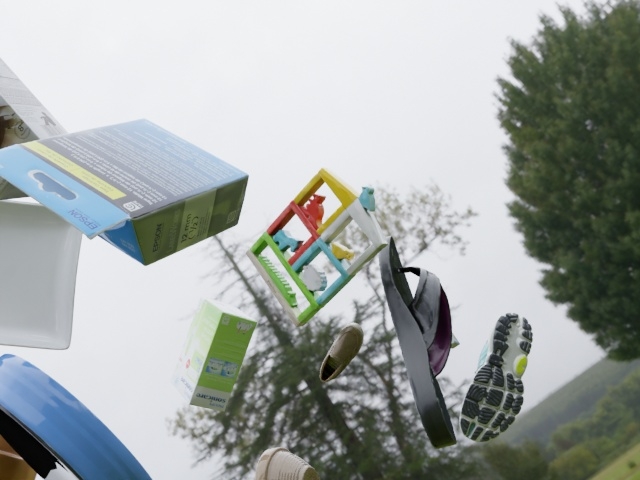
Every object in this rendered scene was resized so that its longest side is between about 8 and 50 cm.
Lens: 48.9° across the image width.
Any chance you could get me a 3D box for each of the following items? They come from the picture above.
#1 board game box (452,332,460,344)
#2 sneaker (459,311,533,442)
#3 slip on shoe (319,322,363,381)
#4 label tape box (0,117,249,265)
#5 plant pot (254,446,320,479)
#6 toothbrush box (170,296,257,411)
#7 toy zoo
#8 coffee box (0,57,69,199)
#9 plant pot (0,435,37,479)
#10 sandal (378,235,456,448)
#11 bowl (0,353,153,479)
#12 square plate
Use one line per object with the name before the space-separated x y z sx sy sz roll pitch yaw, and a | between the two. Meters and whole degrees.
board game box | 0.338 0.247 1.939 0.026 0.103 0.154 -35 -18 8
sneaker | 0.349 0.277 1.396 0.275 0.107 0.110 -60 -7 -26
slip on shoe | 0.038 0.218 1.350 0.135 0.051 0.041 -56 -10 26
label tape box | -0.319 -0.075 1.118 0.348 0.249 0.115 -31 -35 -52
plant pot | -0.069 0.653 1.826 0.110 0.237 0.237 -16 -15 21
toothbrush box | -0.321 0.333 2.098 0.122 0.206 0.283 19 -89 -28
toy zoo | 0.000 0.000 1.325 0.293 0.192 0.030 -47 -23 25
coffee box | -0.658 -0.244 1.393 0.168 0.297 0.119 -45 -6 16
plant pot | -0.675 0.360 1.390 0.291 0.291 0.203 83 -158 -66
sandal | 0.202 0.171 1.318 0.107 0.445 0.167 -20 -41 10
bowl | -0.427 0.357 1.184 0.077 0.391 0.391 -46 -13 -33
square plate | -0.726 0.071 1.582 0.344 0.346 0.049 7 -23 -19
